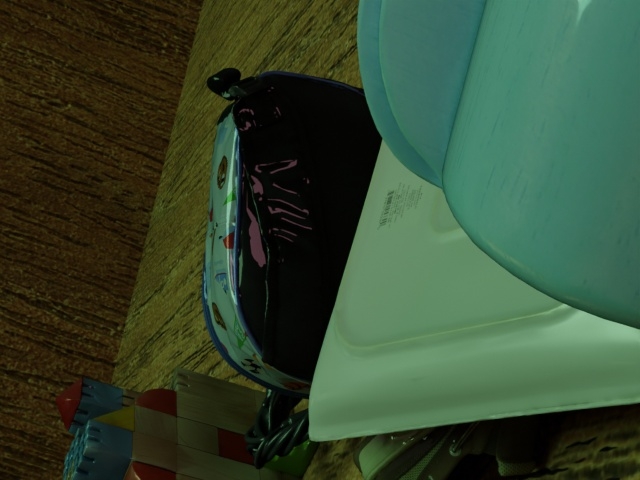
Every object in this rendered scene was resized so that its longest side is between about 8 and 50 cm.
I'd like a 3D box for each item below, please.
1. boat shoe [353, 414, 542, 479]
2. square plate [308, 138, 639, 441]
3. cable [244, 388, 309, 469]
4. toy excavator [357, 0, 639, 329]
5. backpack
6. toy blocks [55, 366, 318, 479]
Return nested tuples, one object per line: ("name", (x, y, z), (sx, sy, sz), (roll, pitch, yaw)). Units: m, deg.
("boat shoe", (0.132, 0.125, 1.006), (0.257, 0.095, 0.095), (-51, 61, 37))
("square plate", (0.132, -0.038, 0.965), (0.344, 0.049, 0.347), (-16, 49, 48))
("cable", (-0.008, 0.159, 1.412), (0.151, 0.047, 0.184), (-11, 37, 54))
("toy excavator", (0.195, -0.025, 0.555), (0.445, 0.433, 0.222), (-49, -24, -60))
("backpack", (0.010, 0.009, 1.219), (0.213, 0.277, 0.263), (132, 145, -66))
("toy blocks", (-0.157, 0.257, 1.481), (0.381, 0.261, 0.190), (-102, 33, -60))
